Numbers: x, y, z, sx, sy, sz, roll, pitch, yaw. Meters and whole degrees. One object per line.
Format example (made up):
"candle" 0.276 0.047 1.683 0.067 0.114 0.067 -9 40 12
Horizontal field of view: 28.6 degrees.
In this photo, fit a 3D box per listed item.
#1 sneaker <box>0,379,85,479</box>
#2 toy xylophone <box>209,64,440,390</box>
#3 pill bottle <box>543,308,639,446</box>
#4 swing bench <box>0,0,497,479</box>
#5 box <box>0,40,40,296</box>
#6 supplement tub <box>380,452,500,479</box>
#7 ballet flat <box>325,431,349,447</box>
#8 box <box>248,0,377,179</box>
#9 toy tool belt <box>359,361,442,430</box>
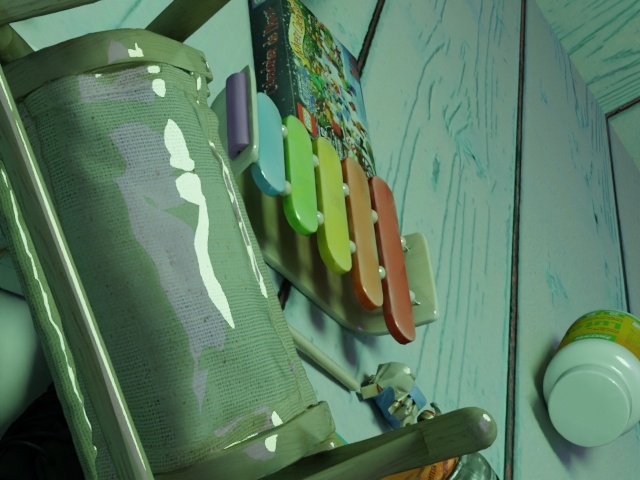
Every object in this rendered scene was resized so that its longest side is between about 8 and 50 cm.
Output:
"sneaker" -0.134 0.127 0.719 0.130 0.109 0.286 38 31 -36
"toy xylophone" 0.000 0.000 1.168 0.322 0.081 0.236 35 35 -47
"pill bottle" 0.372 0.185 1.674 0.136 0.136 0.245 61 23 -2
"swing bench" -0.070 0.015 0.614 0.253 0.165 0.254 69 -20 6
"box" -0.186 -0.042 0.793 0.203 0.103 0.114 28 41 -53
"supplement tub" 0.122 0.260 1.090 0.190 0.117 0.117 57 23 -15
"ballet flat" -0.049 0.131 0.936 0.232 0.080 0.073 48 56 -25
"box" -0.007 -0.156 1.373 0.159 0.044 0.233 40 31 -42
"toy tool belt" 0.074 0.160 1.201 0.051 0.052 0.083 -44 103 -34
